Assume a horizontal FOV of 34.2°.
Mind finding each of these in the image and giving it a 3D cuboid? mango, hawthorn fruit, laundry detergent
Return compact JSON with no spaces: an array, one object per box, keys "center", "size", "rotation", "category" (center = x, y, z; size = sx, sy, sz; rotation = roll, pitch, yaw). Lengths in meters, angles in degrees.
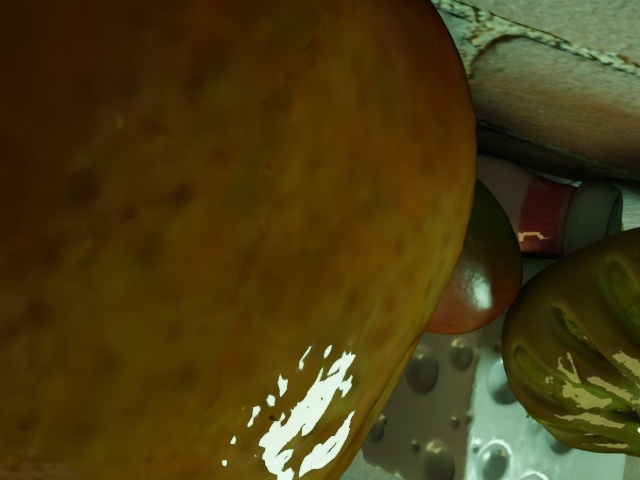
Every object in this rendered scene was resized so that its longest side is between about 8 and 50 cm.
[{"center":[0.039,-0.028,0.862],"size":[0.289,0.129,0.146],"rotation":[34,130,3],"category":"mango"},{"center":[-0.145,-0.015,0.615],"size":[0.472,0.471,0.472],"rotation":[18,170,3],"category":"hawthorn fruit"},{"center":[0.110,-0.041,0.981],"size":[0.335,0.087,0.159],"rotation":[13,168,25],"category":"laundry detergent"}]

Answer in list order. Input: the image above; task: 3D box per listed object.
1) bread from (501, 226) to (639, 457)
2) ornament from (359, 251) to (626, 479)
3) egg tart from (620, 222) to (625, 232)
[{"center":[0.319,0.092,0.874],"size":[0.333,0.160,0.333],"rotation":[-4,153,-2],"category":"bread"},{"center":[0.170,0.124,1.120],"size":[0.239,0.239,0.240],"rotation":[4,-176,-35],"category":"ornament"},{"center":[0.258,-0.011,1.015],"size":[0.105,0.039,0.105],"rotation":[17,170,3],"category":"egg tart"}]
